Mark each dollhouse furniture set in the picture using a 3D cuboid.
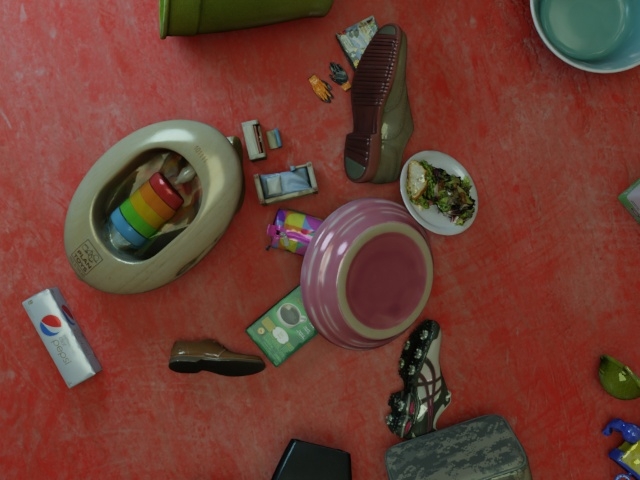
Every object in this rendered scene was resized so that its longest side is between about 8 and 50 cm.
[{"bbox_3d":[-0.088,-0.179,1.924,0.129,0.129,0.183,-13,91,-1],"label":"dollhouse furniture set"}]

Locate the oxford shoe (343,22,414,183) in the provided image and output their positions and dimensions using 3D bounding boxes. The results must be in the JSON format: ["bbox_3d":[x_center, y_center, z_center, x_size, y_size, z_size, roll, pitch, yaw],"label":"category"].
[{"bbox_3d":[0.144,-0.293,1.939,0.130,0.123,0.348,5,102,-36],"label":"oxford shoe"}]

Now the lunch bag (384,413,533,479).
[{"bbox_3d":[0.304,0.553,1.896,0.305,0.212,0.256,-19,115,-1],"label":"lunch bag"}]

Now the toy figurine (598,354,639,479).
[{"bbox_3d":[0.698,0.445,1.916,0.362,0.191,0.217,40,95,0],"label":"toy figurine"}]

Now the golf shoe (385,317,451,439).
[{"bbox_3d":[0.232,0.307,1.959,0.120,0.105,0.273,13,97,-16],"label":"golf shoe"}]

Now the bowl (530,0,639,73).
[{"bbox_3d":[0.589,-0.501,1.912,0.311,0.163,0.311,0,90,0],"label":"bowl"}]

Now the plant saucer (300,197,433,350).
[{"bbox_3d":[0.117,0.077,1.872,0.332,0.084,0.332,-7,103,-32],"label":"plant saucer"}]

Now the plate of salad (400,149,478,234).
[{"bbox_3d":[0.265,-0.109,1.932,0.200,0.048,0.200,10,66,-23],"label":"plate of salad"}]

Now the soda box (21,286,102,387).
[{"bbox_3d":[-0.566,0.211,1.950,0.069,0.074,0.216,-29,91,0],"label":"soda box"}]

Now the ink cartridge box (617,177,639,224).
[{"bbox_3d":[0.771,-0.056,1.862,0.115,0.273,0.198,-40,90,0],"label":"ink cartridge box"}]

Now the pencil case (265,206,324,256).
[{"bbox_3d":[0.000,0.000,1.943,0.236,0.104,0.104,14,90,-2],"label":"pencil case"}]

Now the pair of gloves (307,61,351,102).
[{"bbox_3d":[0.022,-0.354,1.983,0.083,0.010,0.074,-34,91,-1],"label":"pair of gloves"}]

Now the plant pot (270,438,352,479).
[{"bbox_3d":[-0.018,0.524,1.913,0.188,0.187,0.167,15,79,0],"label":"plant pot"}]

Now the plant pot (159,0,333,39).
[{"bbox_3d":[-0.150,-0.591,1.837,0.353,0.366,0.366,1,90,-13],"label":"plant pot"}]

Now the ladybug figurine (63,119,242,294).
[{"bbox_3d":[-0.349,-0.066,1.885,0.449,0.162,0.305,-37,86,11],"label":"ladybug figurine"}]

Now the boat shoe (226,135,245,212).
[{"bbox_3d":[-0.205,-0.145,1.964,0.059,0.063,0.170,0,91,23],"label":"boat shoe"}]

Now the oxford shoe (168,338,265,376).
[{"bbox_3d":[-0.225,0.253,1.961,0.212,0.076,0.076,8,50,-11],"label":"oxford shoe"}]

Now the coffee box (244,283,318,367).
[{"bbox_3d":[-0.063,0.182,1.972,0.184,0.040,0.113,-41,91,0],"label":"coffee box"}]

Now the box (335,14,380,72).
[{"bbox_3d":[0.105,-0.418,1.975,0.094,0.027,0.137,-27,91,-1],"label":"box"}]
